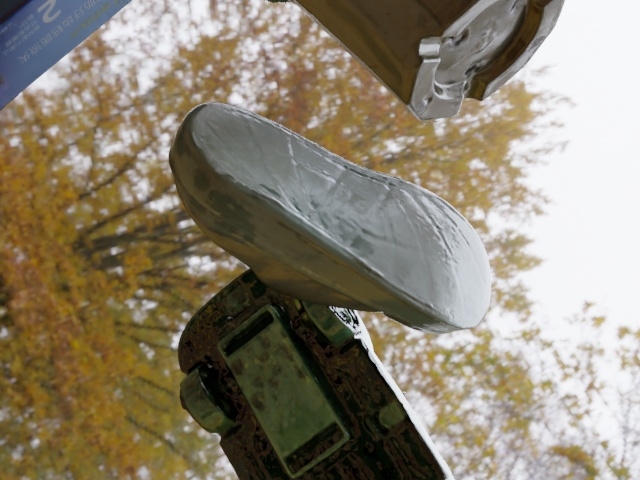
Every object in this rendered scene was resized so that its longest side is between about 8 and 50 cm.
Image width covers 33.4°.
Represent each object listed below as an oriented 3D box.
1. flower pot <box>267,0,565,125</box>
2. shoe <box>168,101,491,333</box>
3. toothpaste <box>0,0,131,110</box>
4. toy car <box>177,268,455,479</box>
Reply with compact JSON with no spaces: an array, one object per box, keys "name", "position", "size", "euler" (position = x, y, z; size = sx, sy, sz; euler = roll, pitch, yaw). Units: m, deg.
[{"name":"flower pot","position":[0.085,-0.270,1.013],"size":[0.259,0.290,0.290],"euler":[52,-45,23]},{"name":"shoe","position":[0.000,0.000,0.690],"size":[0.100,0.251,0.103],"euler":[-34,-141,41]},{"name":"toothpaste","position":[-0.156,-0.190,0.699],"size":[0.066,0.320,0.076],"euler":[43,-12,15]},{"name":"toy car","position":[0.019,0.158,0.774],"size":[0.136,0.125,0.306],"euler":[-39,-111,14]}]
